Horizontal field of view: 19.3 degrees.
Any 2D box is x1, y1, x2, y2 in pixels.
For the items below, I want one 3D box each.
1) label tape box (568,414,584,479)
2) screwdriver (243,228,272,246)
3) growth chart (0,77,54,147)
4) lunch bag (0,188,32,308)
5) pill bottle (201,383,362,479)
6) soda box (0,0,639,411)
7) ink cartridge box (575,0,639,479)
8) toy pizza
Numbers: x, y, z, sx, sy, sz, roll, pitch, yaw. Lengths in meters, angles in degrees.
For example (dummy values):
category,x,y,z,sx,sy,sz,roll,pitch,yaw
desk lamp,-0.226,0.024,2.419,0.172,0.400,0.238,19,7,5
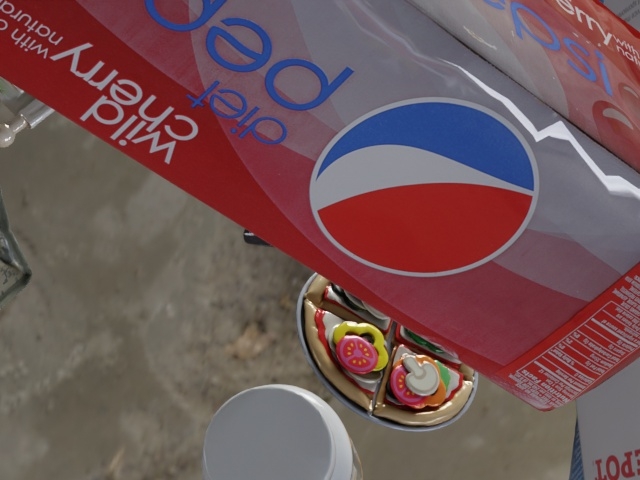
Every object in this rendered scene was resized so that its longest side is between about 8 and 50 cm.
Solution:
category,x,y,z,sx,sy,sz,roll,pitch,yaw
label tape box,0.291,0.084,1.407,0.115,0.249,0.348,24,46,-7
screwdriver,0.000,0.000,1.903,0.170,0.025,0.024,6,52,22
growth chart,-0.217,-0.187,1.265,0.172,0.021,0.237,-32,74,-13
lunch bag,-0.495,0.052,2.032,0.235,0.169,0.287,4,34,31
pill bottle,-0.041,0.241,1.995,0.162,0.278,0.162,-1,76,4
soda box,-0.006,-0.060,0.501,0.263,0.083,0.092,33,31,-26
ink cartridge box,0.232,-0.011,0.844,0.197,0.198,0.270,0,78,-17
toy pizza,0.070,0.096,1.839,0.201,0.032,0.201,17,46,-19
